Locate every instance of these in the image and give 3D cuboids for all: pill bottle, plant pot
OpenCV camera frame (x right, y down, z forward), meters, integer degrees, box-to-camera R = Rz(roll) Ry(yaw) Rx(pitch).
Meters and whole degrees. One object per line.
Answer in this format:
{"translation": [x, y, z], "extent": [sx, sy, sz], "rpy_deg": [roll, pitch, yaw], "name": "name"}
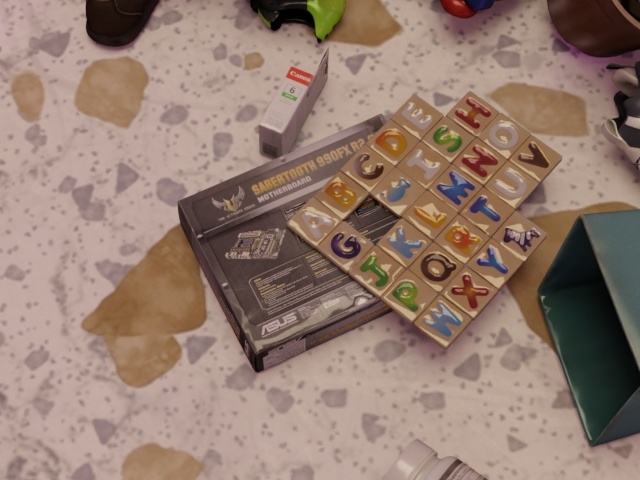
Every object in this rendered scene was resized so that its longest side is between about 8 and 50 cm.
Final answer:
{"translation": [0.123, 0.242, 1.275], "extent": [0.137, 0.078, 0.078], "rpy_deg": [33, 69, 16], "name": "pill bottle"}
{"translation": [0.318, -0.262, 1.450], "extent": [0.167, 0.165, 0.167], "rpy_deg": [2, 83, -17], "name": "plant pot"}
{"translation": [0.351, 0.063, 1.315], "extent": [0.234, 0.165, 0.165], "rpy_deg": [-11, 64, -11], "name": "plant pot"}

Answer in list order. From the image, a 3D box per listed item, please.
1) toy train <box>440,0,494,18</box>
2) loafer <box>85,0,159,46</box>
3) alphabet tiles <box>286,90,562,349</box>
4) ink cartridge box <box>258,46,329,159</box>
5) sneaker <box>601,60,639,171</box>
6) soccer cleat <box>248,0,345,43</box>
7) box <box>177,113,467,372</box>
{"translation": [0.141, -0.348, 1.548], "extent": [0.143, 0.105, 0.248], "rpy_deg": [-16, 52, -41], "name": "toy train"}
{"translation": [-0.191, -0.313, 1.549], "extent": [0.080, 0.078, 0.220], "rpy_deg": [15, 65, 8], "name": "loafer"}
{"translation": [0.118, -0.036, 1.388], "extent": [0.198, 0.009, 0.237], "rpy_deg": [38, 69, 17], "name": "alphabet tiles"}
{"translation": [-0.027, -0.144, 1.473], "extent": [0.029, 0.063, 0.115], "rpy_deg": [23, 66, 9], "name": "ink cartridge box"}
{"translation": [0.375, -0.162, 1.457], "extent": [0.153, 0.094, 0.235], "rpy_deg": [36, 80, 8], "name": "sneaker"}
{"translation": [-0.059, -0.272, 1.542], "extent": [0.179, 0.060, 0.072], "rpy_deg": [26, 80, 12], "name": "soccer cleat"}
{"translation": [0.000, 0.000, 1.406], "extent": [0.231, 0.056, 0.183], "rpy_deg": [-25, 66, -12], "name": "box"}
